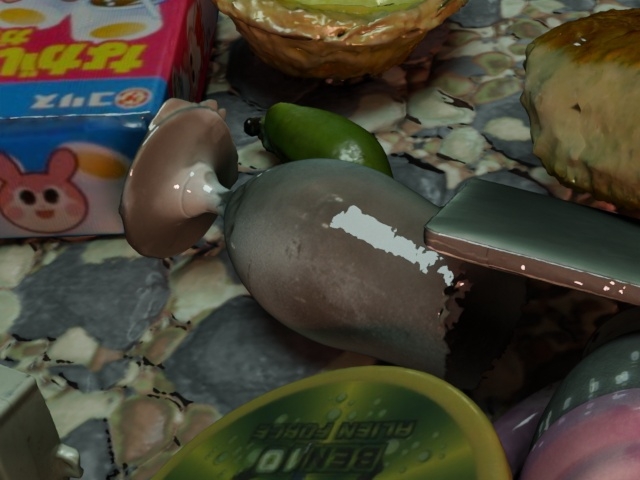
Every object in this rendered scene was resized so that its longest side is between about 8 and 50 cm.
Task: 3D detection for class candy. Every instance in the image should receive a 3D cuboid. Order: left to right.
[{"bbox_3d":[-0.165,-0.130,0.831,0.157,0.100,0.306,-1,39,3],"label":"candy"}]

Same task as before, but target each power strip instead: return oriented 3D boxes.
[{"bbox_3d":[-0.202,0.087,0.582,0.175,0.075,0.042,13,41,27],"label":"power strip"}]

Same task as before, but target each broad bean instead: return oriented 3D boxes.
[{"bbox_3d":[0.021,-0.041,0.730,0.070,0.048,0.213,-25,44,-32],"label":"broad bean"}]

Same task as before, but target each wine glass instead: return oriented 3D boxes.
[{"bbox_3d":[0.000,0.000,0.635,0.222,0.103,0.103,24,47,29],"label":"wine glass"}]

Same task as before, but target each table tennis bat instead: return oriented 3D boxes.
[{"bbox_3d":[-0.038,0.168,0.440,0.198,0.050,0.321,-6,37,39],"label":"table tennis bat"}]

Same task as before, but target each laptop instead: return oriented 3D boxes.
[{"bbox_3d":[0.190,0.017,0.553,0.269,0.015,0.187,15,14,11],"label":"laptop"}]

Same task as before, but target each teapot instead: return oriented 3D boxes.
[{"bbox_3d":[0.139,0.098,0.502,0.116,0.148,0.146,36,30,-3],"label":"teapot"}]

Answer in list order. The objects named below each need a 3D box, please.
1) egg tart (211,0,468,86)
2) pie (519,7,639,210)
[{"bbox_3d":[0.014,-0.182,0.877,0.213,0.090,0.212,-2,35,1],"label":"egg tart"},{"bbox_3d":[0.274,-0.083,0.662,0.315,0.092,0.315,-3,22,1],"label":"pie"}]
